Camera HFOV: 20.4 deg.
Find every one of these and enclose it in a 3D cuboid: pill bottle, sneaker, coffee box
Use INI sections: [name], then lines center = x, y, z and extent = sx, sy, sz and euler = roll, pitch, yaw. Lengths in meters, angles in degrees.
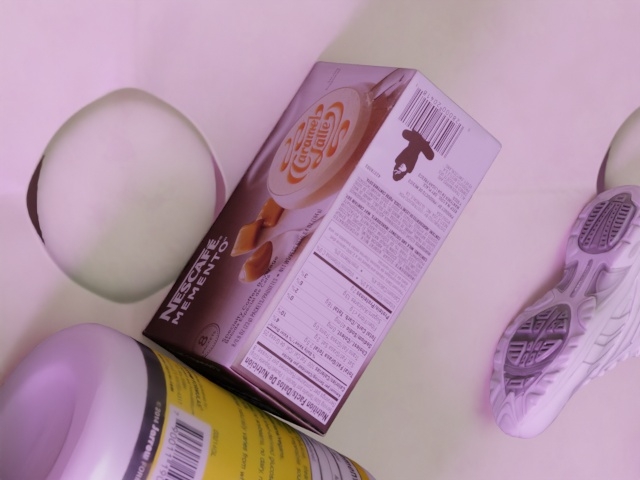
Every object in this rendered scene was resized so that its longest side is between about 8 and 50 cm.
[pill bottle]
center = -0.070, 0.208, 1.230
extent = 0.334, 0.188, 0.188
euler = 33, 80, -29
[sneaker]
center = 0.230, 0.075, 1.446
extent = 0.115, 0.090, 0.232
euler = 42, 76, -30
[coffee box]
center = 0.000, 0.000, 1.273
extent = 0.098, 0.141, 0.246
euler = 38, 78, -28
